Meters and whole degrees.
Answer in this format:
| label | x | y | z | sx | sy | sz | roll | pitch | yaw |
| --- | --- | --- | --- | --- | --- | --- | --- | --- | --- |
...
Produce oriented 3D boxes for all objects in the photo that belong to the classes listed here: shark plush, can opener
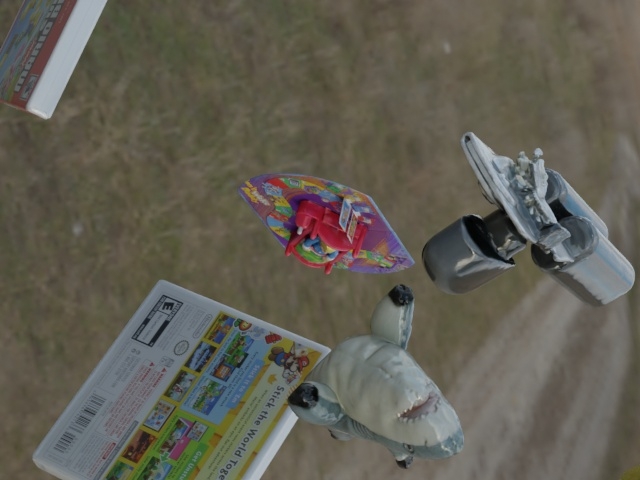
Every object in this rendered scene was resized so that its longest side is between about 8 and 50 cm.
| label | x | y | z | sx | sy | sz | roll | pitch | yaw |
| --- | --- | --- | --- | --- | --- | --- | --- | --- | --- |
| shark plush | 0.018 | 0.086 | 0.659 | 0.067 | 0.073 | 0.161 | 44 | -29 | 3 |
| can opener | 0.135 | -0.003 | 0.915 | 0.074 | 0.093 | 0.280 | 62 | 18 | 20 |

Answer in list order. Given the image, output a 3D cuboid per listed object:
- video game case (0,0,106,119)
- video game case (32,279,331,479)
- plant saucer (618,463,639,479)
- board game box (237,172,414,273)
| label | x | y | z | sx | sy | sz | roll | pitch | yaw |
| --- | --- | --- | --- | --- | --- | --- | --- | --- | --- |
| video game case | -0.243 | -0.216 | 1.313 | 0.204 | 0.025 | 0.285 | -65 | -158 | -1 |
| video game case | -0.130 | 0.160 | 1.355 | 0.227 | 0.206 | 0.026 | -56 | 152 | -27 |
| plant saucer | 0.294 | 0.207 | 0.565 | 0.333 | 0.333 | 0.081 | -66 | -178 | -69 |
| board game box | 0.000 | 0.000 | 1.233 | 0.168 | 0.133 | 0.033 | 53 | 49 | -51 |
